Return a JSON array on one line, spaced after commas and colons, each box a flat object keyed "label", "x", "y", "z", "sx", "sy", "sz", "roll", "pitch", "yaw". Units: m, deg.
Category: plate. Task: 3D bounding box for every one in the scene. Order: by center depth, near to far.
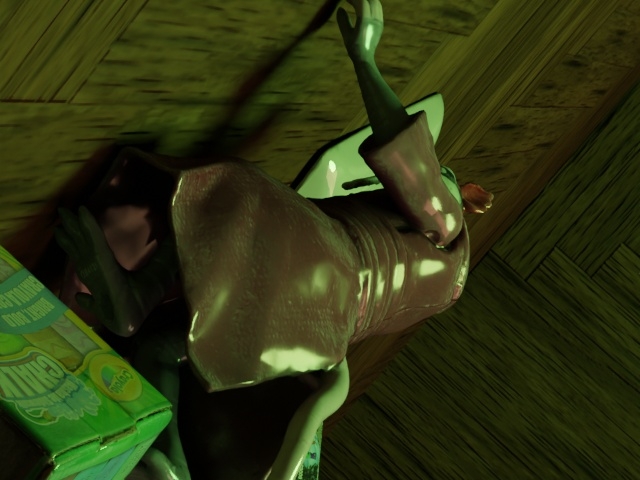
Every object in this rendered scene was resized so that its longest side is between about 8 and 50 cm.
[{"label": "plate", "x": 0.000, "y": 0.000, "z": 1.601, "sx": 0.277, "sy": 0.045, "sz": 0.278, "roll": -53, "pitch": 170, "yaw": 27}]

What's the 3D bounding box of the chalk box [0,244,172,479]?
[{"label": "chalk box", "x": -0.161, "y": 0.090, "z": 0.745, "sx": 0.132, "sy": 0.213, "sz": 0.132, "roll": -50, "pitch": 170, "yaw": 14}]

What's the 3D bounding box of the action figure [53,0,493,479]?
[{"label": "action figure", "x": 0.009, "y": 0.019, "z": 1.115, "sx": 0.370, "sy": 0.276, "sz": 0.248, "roll": -18, "pitch": 146, "yaw": -44}]

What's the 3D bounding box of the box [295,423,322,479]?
[{"label": "box", "x": -0.050, "y": 0.189, "z": 1.765, "sx": 0.233, "sy": 0.044, "sz": 0.159, "roll": 134, "pitch": -35, "yaw": -64}]
